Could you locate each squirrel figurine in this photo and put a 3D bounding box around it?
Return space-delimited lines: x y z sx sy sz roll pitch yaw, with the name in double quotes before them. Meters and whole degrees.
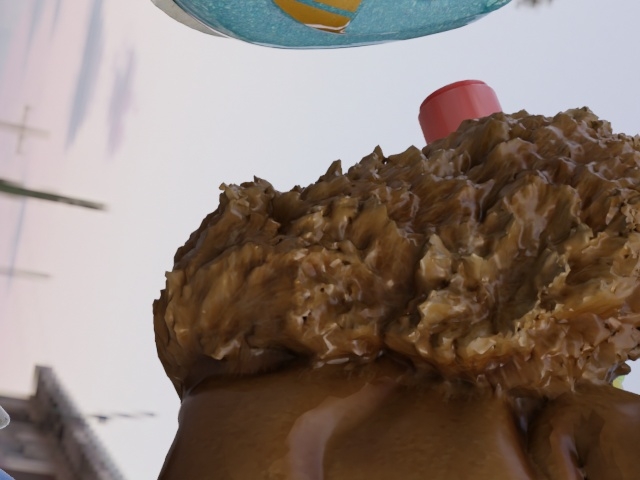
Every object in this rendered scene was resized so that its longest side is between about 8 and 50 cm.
"squirrel figurine" 0.109 0.107 0.834 0.370 0.281 0.397 -15 -106 26

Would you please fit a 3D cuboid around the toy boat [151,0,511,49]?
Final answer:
"toy boat" 0.049 -0.199 0.697 0.148 0.267 0.318 55 -45 29

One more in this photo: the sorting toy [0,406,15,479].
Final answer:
"sorting toy" -0.320 0.082 1.068 0.196 0.348 0.047 -29 162 -52

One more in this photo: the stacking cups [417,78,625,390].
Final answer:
"stacking cups" 0.154 0.027 1.192 0.096 0.096 0.316 129 -48 -56

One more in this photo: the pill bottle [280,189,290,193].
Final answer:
"pill bottle" 0.000 0.000 1.382 0.094 0.169 0.094 18 -67 50
